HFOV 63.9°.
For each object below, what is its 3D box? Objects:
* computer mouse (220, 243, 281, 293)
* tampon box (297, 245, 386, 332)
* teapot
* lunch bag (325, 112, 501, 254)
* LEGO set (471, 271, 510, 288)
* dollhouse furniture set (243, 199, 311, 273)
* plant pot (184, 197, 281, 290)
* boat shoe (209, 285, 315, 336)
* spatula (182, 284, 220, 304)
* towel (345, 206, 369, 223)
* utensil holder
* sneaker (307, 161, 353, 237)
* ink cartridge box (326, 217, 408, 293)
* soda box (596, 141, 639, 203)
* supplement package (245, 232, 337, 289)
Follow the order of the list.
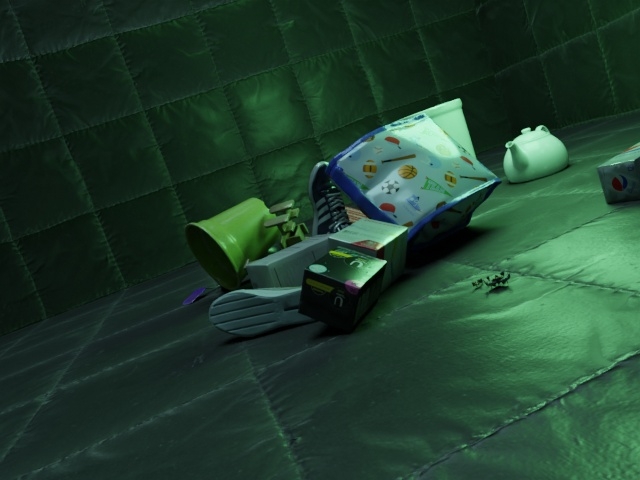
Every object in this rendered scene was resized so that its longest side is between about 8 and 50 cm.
[{"bbox_3d":[-0.274,0.074,1.909,0.272,0.072,0.188,-31,30,-12],"label":"computer mouse"},{"bbox_3d":[0.047,0.094,1.044,0.120,0.102,0.161,18,22,20],"label":"tampon box"},{"bbox_3d":[0.824,-0.345,1.991,0.252,0.187,0.256,-19,7,5],"label":"teapot"},{"bbox_3d":[0.242,-0.148,1.433,0.385,0.328,0.239,-25,-29,-39],"label":"lunch bag"},{"bbox_3d":[0.322,0.077,0.954,0.054,0.024,0.083,-19,-6,-14],"label":"LEGO set"},{"bbox_3d":[-0.134,0.029,1.716,0.160,0.212,0.242,-15,36,23],"label":"dollhouse furniture set"},{"bbox_3d":[-0.282,-0.009,1.783,0.254,0.276,0.276,-39,17,-30],"label":"plant pot"},{"bbox_3d":[-0.110,0.161,1.200,0.302,0.109,0.094,-7,-2,16],"label":"boat shoe"},{"bbox_3d":[-0.417,0.177,2.021,0.084,0.030,0.296,-15,9,45],"label":"spatula"},{"bbox_3d":[0.135,-0.050,1.713,0.198,0.031,0.275,15,20,-3],"label":"towel"},{"bbox_3d":[0.486,-0.357,2.177,0.327,0.386,0.327,-18,8,3],"label":"utensil holder"},{"bbox_3d":[0.045,-0.082,1.489,0.099,0.283,0.153,-15,23,-34],"label":"sneaker"},{"bbox_3d":[0.112,0.037,1.206,0.128,0.128,0.176,15,26,30],"label":"ink cartridge box"},{"bbox_3d":[0.803,-0.185,1.270,0.286,0.098,0.091,-25,9,-32],"label":"soda box"},{"bbox_3d":[-0.049,0.084,1.370,0.244,0.139,0.133,-23,9,-31],"label":"supplement package"}]
